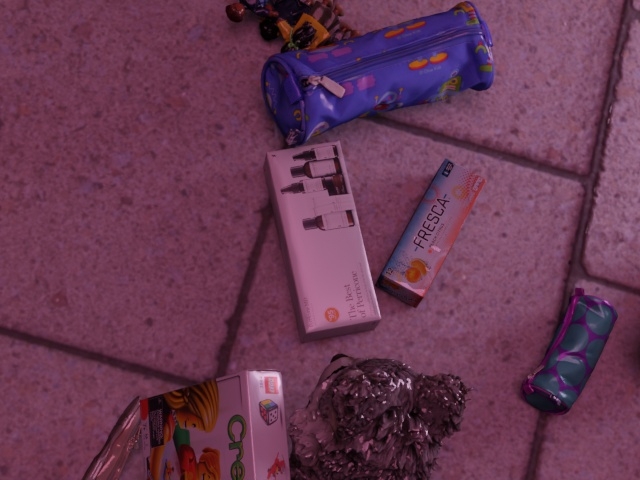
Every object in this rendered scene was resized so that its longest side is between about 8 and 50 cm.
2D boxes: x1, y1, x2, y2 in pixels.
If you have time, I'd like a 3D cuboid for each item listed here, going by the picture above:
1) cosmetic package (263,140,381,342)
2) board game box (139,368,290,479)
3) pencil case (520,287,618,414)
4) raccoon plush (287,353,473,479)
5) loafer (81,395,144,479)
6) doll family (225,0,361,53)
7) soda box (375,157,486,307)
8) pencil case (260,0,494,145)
[{"bbox_3d":[0.000,0.000,1.474,0.099,0.060,0.239,-11,74,-9],"label":"cosmetic package"},{"bbox_3d":[-0.104,0.298,1.205,0.053,0.193,0.305,8,69,-42],"label":"board game box"},{"bbox_3d":[0.308,0.139,1.463,0.070,0.064,0.151,39,70,-20],"label":"pencil case"},{"bbox_3d":[0.082,0.332,1.220,0.216,0.299,0.446,-13,64,-42],"label":"raccoon plush"},{"bbox_3d":[-0.234,0.244,1.386,0.039,0.045,0.125,35,78,-13],"label":"loafer"},{"bbox_3d":[-0.041,-0.288,1.557,0.193,0.076,0.111,40,77,12],"label":"doll family"},{"bbox_3d":[0.139,-0.009,1.494,0.063,0.058,0.183,29,71,3],"label":"soda box"},{"bbox_3d":[0.076,-0.214,1.501,0.306,0.133,0.119,-18,88,-17],"label":"pencil case"}]
